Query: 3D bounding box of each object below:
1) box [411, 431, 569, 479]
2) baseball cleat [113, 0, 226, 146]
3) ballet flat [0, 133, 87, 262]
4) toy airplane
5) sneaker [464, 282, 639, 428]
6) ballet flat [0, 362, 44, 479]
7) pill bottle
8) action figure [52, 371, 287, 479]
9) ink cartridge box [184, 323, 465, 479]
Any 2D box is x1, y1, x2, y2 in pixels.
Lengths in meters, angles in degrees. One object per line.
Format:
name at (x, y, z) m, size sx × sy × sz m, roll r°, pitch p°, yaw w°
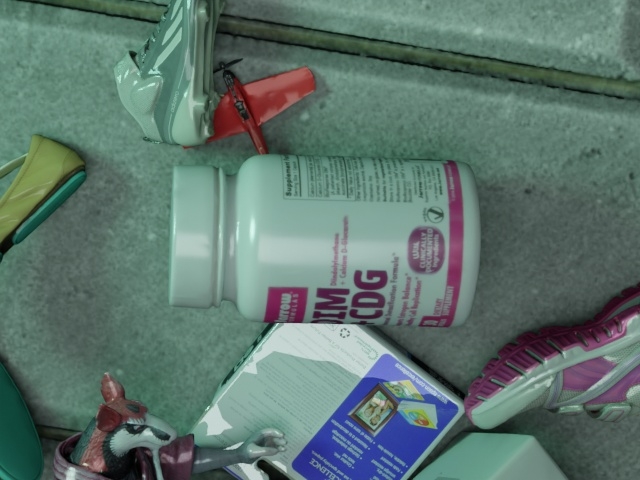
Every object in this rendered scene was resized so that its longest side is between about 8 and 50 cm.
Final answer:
box at (0.200, 0.385, 1.870) m, size 0.215 × 0.168 × 0.345 m, roll -40°, pitch 100°, yaw -19°
baseball cleat at (-0.146, -0.193, 1.830) m, size 0.109 × 0.072 × 0.205 m, roll 4°, pitch 95°, yaw 17°
ballet flat at (-0.324, -0.007, 1.856) m, size 0.073 × 0.080 × 0.232 m, roll 40°, pitch 73°, yaw 3°
toy airplane at (-0.066, -0.105, 1.869) m, size 0.151 × 0.028 × 0.151 m, roll 1°, pitch 104°, yaw 3°
sneaker at (0.265, 0.135, 1.875) m, size 0.252 × 0.103 × 0.111 m, roll -24°, pitch 103°, yaw 4°
ballet flat at (-0.403, 0.117, 1.902) m, size 0.124 × 0.116 × 0.342 m, roll -25°, pitch 102°, yaw 28°
pill bottle at (0.000, 0.000, 1.810) m, size 0.283 × 0.160 × 0.160 m, roll 2°, pitch 104°, yaw -5°
action figure at (-0.197, 0.291, 1.889) m, size 0.276 × 0.248 × 0.370 m, roll 8°, pitch 116°, yaw 32°
ink cartridge box at (0.005, 0.177, 1.926) m, size 0.206 × 0.045 × 0.208 m, roll 38°, pitch 101°, yaw -6°
